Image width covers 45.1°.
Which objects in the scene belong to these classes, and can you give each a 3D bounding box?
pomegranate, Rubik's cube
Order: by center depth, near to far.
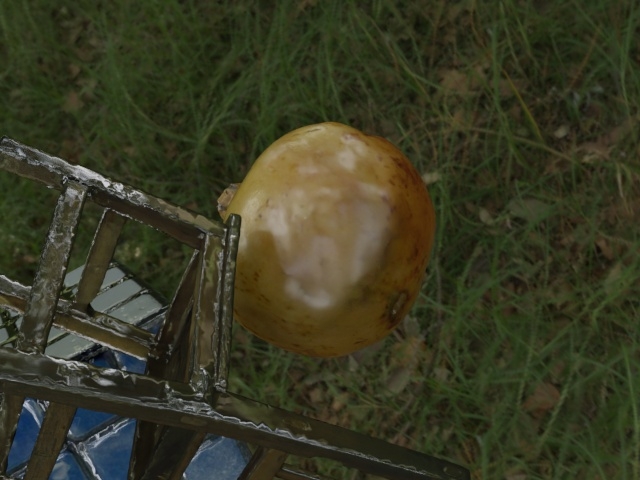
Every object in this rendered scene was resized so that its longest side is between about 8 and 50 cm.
[{"bbox_3d":[0.000,0.000,0.809,0.248,0.248,0.248,-16,57,27],"label":"pomegranate"},{"bbox_3d":[-0.305,0.261,0.982,0.337,0.344,0.343,-29,21,-20],"label":"Rubik's cube"}]

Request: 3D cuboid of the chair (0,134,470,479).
[{"bbox_3d":[-0.109,0.112,0.665,0.241,0.416,0.203,-95,28,-50],"label":"chair"}]
